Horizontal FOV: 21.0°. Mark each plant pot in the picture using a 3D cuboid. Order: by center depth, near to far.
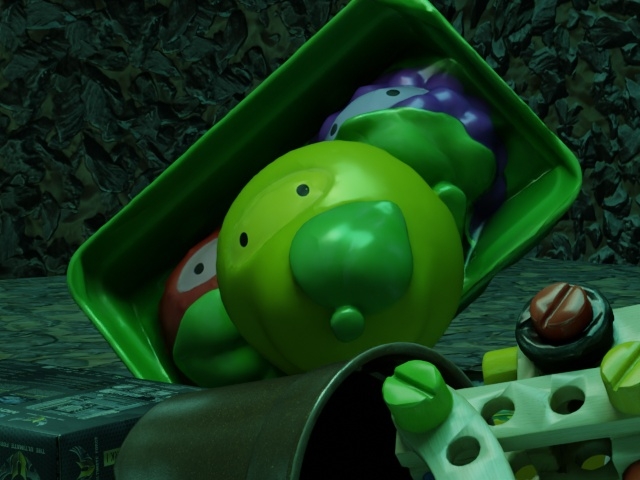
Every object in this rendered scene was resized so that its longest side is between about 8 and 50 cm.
[{"bbox_3d":[-0.015,0.142,0.917,0.165,0.167,0.167,-8,-2,43],"label":"plant pot"}]

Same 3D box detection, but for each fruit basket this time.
[{"bbox_3d":[0.000,0.000,1.290,0.283,0.392,0.392,50,28,21],"label":"fruit basket"}]

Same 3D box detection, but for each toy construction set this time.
[{"bbox_3d":[0.162,0.120,0.783,0.327,0.151,0.215,-1,45,9],"label":"toy construction set"}]

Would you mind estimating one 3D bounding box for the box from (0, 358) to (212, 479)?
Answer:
[{"bbox_3d":[-0.202,0.131,1.196,0.232,0.059,0.183,4,6,34],"label":"box"}]

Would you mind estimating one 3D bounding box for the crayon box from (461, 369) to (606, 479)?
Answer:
[{"bbox_3d":[0.135,0.151,1.201,0.203,0.083,0.323,0,5,13],"label":"crayon box"}]

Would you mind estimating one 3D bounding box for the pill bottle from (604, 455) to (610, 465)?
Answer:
[{"bbox_3d":[0.280,0.127,1.039,0.153,0.153,0.264,2,6,33],"label":"pill bottle"}]
